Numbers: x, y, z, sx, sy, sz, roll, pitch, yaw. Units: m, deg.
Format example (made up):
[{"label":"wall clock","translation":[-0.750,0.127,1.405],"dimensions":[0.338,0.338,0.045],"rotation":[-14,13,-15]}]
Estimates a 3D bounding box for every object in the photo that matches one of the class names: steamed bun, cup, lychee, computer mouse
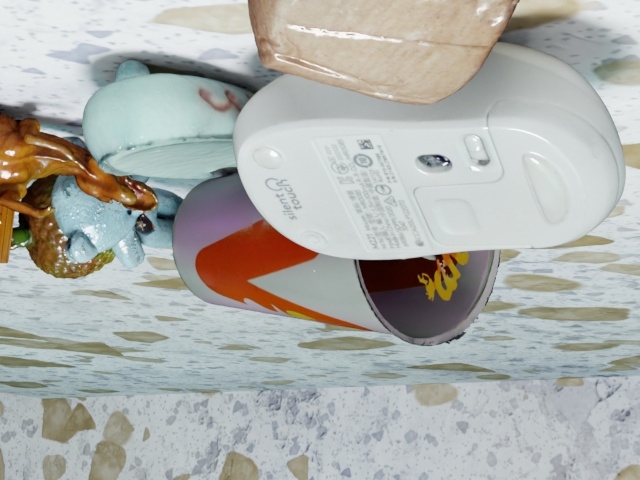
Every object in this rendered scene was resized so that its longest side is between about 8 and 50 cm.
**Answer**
[{"label":"steamed bun","translation":[0.033,-0.157,0.771],"dimensions":[0.145,0.106,0.175],"rotation":[11,151,-16]},{"label":"cup","translation":[0.000,0.000,1.312],"dimensions":[0.203,0.203,0.288],"rotation":[14,170,-44]},{"label":"lychee","translation":[-0.254,-0.018,1.402],"dimensions":[0.146,0.114,0.114],"rotation":[-20,177,-25]},{"label":"computer mouse","translation":[0.083,-0.077,1.045],"dimensions":[0.297,0.121,0.184],"rotation":[-3,141,30]}]

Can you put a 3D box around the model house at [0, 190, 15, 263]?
[{"label":"model house","translation":[-0.401,-0.036,1.304],"dimensions":[0.219,0.207,0.136],"rotation":[6,138,-29]}]

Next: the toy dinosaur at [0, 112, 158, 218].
[{"label":"toy dinosaur","translation":[-0.349,-0.085,1.171],"dimensions":[0.432,0.097,0.208],"rotation":[13,-178,-7]}]

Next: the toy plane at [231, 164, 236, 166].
[{"label":"toy plane","translation":[-0.082,-0.081,1.269],"dimensions":[0.083,0.033,0.080],"rotation":[-6,154,33]}]

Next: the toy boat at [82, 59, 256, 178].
[{"label":"toy boat","translation":[-0.114,-0.100,1.137],"dimensions":[0.134,0.079,0.208],"rotation":[-11,172,29]}]

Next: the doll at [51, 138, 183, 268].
[{"label":"doll","translation":[-0.182,-0.032,1.340],"dimensions":[0.075,0.120,0.180],"rotation":[-19,162,38]}]
